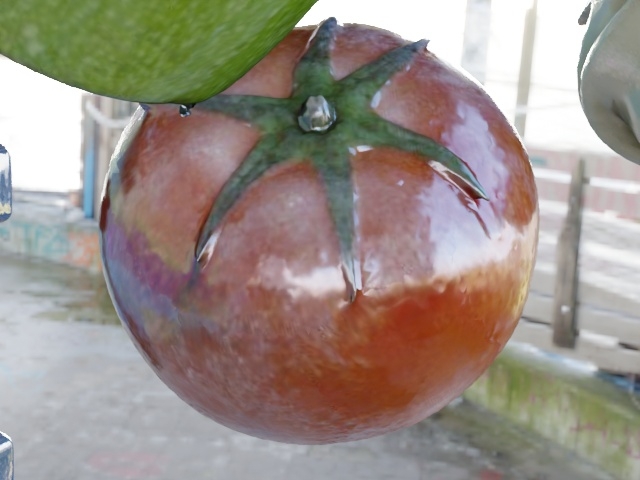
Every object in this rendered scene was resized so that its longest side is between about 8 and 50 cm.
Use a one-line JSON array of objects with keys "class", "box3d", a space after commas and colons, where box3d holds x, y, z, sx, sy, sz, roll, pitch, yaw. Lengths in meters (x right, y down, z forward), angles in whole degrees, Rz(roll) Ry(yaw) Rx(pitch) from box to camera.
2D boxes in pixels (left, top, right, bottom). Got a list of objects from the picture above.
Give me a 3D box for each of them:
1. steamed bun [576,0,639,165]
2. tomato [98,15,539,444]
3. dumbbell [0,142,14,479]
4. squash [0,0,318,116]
[{"class": "steamed bun", "box3d": [0.326, -0.195, 0.796, 0.255, 0.367, 0.342, 27, -20, 7]}, {"class": "tomato", "box3d": [0.000, 0.000, 0.678, 0.265, 0.265, 0.265, 4, 11, -1]}, {"class": "dumbbell", "box3d": [-0.327, 0.070, 0.875, 0.156, 0.316, 0.143, 0, 6, -17]}, {"class": "squash", "box3d": [-0.029, -0.185, 0.357, 0.189, 0.260, 0.189, 26, 35, -21]}]
